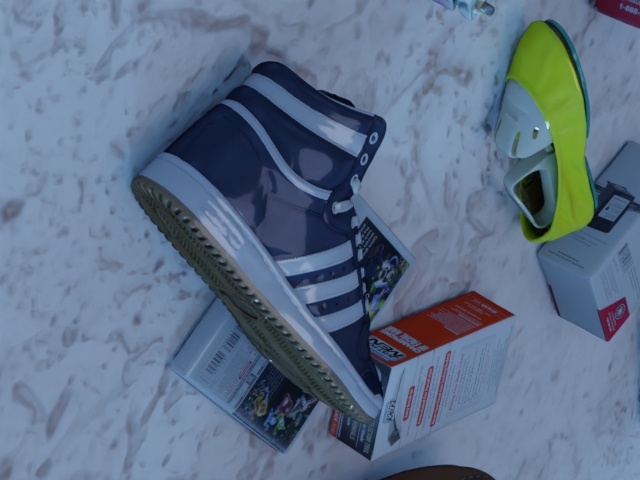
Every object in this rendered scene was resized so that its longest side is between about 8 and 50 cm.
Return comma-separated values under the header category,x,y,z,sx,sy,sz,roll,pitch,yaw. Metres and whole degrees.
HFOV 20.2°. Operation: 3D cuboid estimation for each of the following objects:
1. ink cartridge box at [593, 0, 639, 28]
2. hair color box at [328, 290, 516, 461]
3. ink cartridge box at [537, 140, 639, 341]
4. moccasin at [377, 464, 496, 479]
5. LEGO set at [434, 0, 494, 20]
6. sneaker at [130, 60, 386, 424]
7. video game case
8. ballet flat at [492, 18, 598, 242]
category,x,y,z,sx,sy,sz,roll,pitch,yaw
ink cartridge box,0.383,-0.292,1.450,0.131,0.226,0.306,-7,118,-51
hair color box,0.087,0.111,1.508,0.167,0.053,0.093,-19,129,-46
ink cartridge box,0.277,0.000,1.662,0.150,0.063,0.109,-49,143,-18
moccasin,0.030,0.292,1.469,0.380,0.147,0.139,-18,105,-41
LEGO set,0.148,-0.303,1.288,0.287,0.107,0.132,-59,180,-11
sneaker,0.000,0.000,1.252,0.153,0.099,0.282,-50,130,-16
video game case,-0.016,0.053,1.364,0.190,0.022,0.173,-56,145,-9
ballet flat,0.182,-0.079,1.484,0.077,0.077,0.231,-31,140,-12
